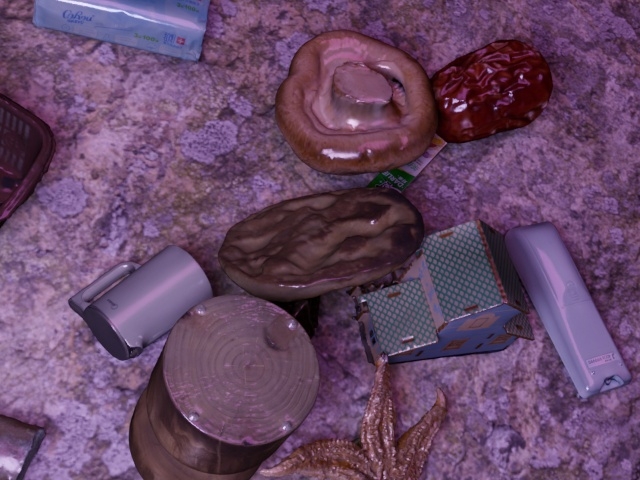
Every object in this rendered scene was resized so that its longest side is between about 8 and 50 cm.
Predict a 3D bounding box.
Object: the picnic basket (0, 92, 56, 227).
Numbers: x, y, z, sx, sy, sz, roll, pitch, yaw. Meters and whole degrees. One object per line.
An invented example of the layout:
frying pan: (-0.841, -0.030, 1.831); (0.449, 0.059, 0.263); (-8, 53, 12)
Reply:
picnic basket: (-0.512, -0.105, 1.258); (0.297, 0.129, 0.222); (29, 58, -2)

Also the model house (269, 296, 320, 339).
model house: (-0.060, 0.108, 1.297); (0.106, 0.152, 0.165); (39, 58, -4)

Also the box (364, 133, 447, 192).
box: (0.127, -0.108, 1.550); (0.050, 0.041, 0.207); (41, 56, 5)

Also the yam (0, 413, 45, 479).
yam: (-0.458, 0.225, 1.109); (0.259, 0.106, 0.106); (19, 57, -10)

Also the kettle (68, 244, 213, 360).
kettle: (-0.237, 0.075, 1.281); (0.148, 0.098, 0.127); (-37, 85, -29)

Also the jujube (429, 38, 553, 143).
jujube: (0.278, -0.246, 1.621); (0.230, 0.155, 0.155); (-28, 75, -24)

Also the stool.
stool: (-0.123, 0.197, 1.153); (0.179, 0.264, 0.179); (9, 59, -16)

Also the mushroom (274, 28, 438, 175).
mushroom: (0.052, -0.215, 1.521); (0.278, 0.146, 0.278); (3, 60, -4)

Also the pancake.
pancake: (0.000, 0.000, 1.342); (0.295, 0.049, 0.294); (-9, 27, 5)

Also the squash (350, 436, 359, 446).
squash: (0.050, 0.282, 1.314); (0.089, 0.027, 0.027); (-19, 70, -26)

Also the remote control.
remote control: (0.394, 0.101, 1.528); (0.103, 0.051, 0.293); (-12, 68, -26)

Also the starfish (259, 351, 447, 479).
starfish: (0.070, 0.296, 1.275); (0.299, 0.060, 0.302); (37, 56, -16)

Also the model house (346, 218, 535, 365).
model house: (0.194, 0.065, 1.379); (0.271, 0.206, 0.178); (-1, 63, -20)

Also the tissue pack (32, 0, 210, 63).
tissue pack: (-0.304, -0.394, 1.520); (0.263, 0.089, 0.177); (12, 57, -15)
